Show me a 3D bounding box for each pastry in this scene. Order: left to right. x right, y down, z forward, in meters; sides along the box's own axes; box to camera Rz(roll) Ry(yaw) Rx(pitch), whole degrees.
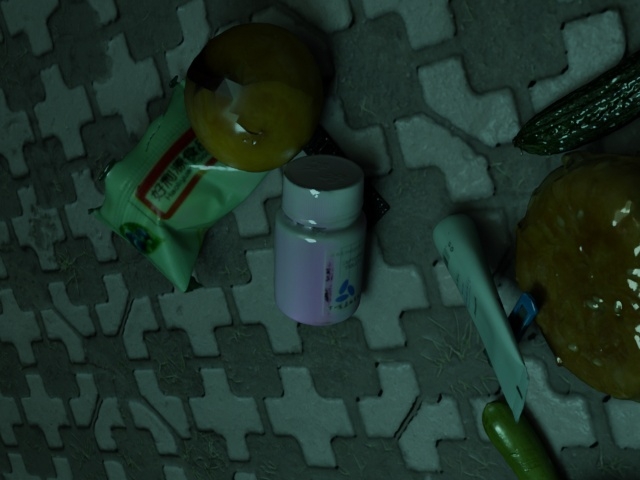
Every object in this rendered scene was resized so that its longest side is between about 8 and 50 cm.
[{"bbox_3d":[0.391,0.034,1.053,0.284,0.184,0.315,15,120,56],"label":"pastry"}]

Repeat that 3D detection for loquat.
[{"bbox_3d":[-0.106,-0.228,1.336,0.235,0.235,0.235,14,114,35],"label":"loquat"}]

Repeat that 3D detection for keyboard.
[{"bbox_3d":[0.037,-0.107,1.402,0.195,0.018,0.060,51,127,13],"label":"keyboard"}]

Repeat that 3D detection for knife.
[{"bbox_3d":[0.265,0.133,1.187,0.296,0.026,0.044,87,162,-65],"label":"knife"}]

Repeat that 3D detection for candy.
[{"bbox_3d":[-0.243,-0.118,1.556,0.263,0.172,0.398,40,106,9],"label":"candy"}]

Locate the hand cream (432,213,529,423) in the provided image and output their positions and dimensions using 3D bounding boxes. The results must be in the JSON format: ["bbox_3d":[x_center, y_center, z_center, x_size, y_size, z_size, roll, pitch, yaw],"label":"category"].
[{"bbox_3d":[0.227,0.092,1.178,0.109,0.067,0.320,88,172,-48],"label":"hand cream"}]

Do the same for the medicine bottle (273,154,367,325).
[{"bbox_3d":[0.000,0.000,1.362,0.152,0.152,0.254,25,127,30],"label":"medicine bottle"}]

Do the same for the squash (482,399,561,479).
[{"bbox_3d":[0.319,0.336,1.297,0.066,0.066,0.201,-38,81,40],"label":"squash"}]

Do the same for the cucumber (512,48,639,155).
[{"bbox_3d":[0.366,-0.173,1.082,0.265,0.077,0.077,-34,83,43],"label":"cucumber"}]
